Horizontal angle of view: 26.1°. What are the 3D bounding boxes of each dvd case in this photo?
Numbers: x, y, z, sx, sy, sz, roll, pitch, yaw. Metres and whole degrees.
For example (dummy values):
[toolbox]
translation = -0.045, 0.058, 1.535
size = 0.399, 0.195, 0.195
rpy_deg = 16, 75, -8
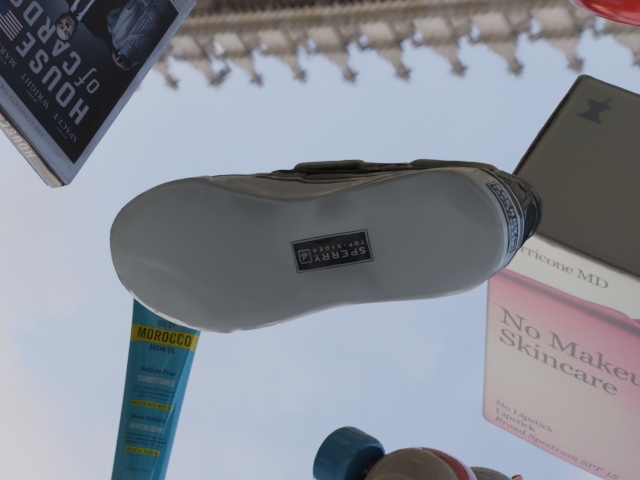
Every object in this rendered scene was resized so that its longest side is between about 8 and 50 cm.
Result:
[dvd case]
translation = -0.208, -0.188, 1.132
size = 0.029, 0.179, 0.239
rpy_deg = -6, -137, 37

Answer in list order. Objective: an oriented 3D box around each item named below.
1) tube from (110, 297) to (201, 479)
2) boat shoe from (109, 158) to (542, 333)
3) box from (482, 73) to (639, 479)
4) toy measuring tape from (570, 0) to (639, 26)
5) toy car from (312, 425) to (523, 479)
[tube]
translation = -0.163, 0.141, 1.371
size = 0.052, 0.080, 0.207
rpy_deg = 142, -42, -76
[boat shoe]
translation = 0.000, 0.000, 0.678
size = 0.219, 0.078, 0.070
rpy_deg = -2, -170, 27
[box]
translation = 0.193, 0.038, 0.859
size = 0.148, 0.232, 0.127
rpy_deg = 24, -122, 23
[toy measuring tape]
translation = 0.087, -0.138, 0.534
size = 0.330, 0.121, 0.121
rpy_deg = -9, -154, -29
[toy car]
translation = 0.130, 0.302, 1.353
size = 0.219, 0.238, 0.210
rpy_deg = 22, -79, 40
